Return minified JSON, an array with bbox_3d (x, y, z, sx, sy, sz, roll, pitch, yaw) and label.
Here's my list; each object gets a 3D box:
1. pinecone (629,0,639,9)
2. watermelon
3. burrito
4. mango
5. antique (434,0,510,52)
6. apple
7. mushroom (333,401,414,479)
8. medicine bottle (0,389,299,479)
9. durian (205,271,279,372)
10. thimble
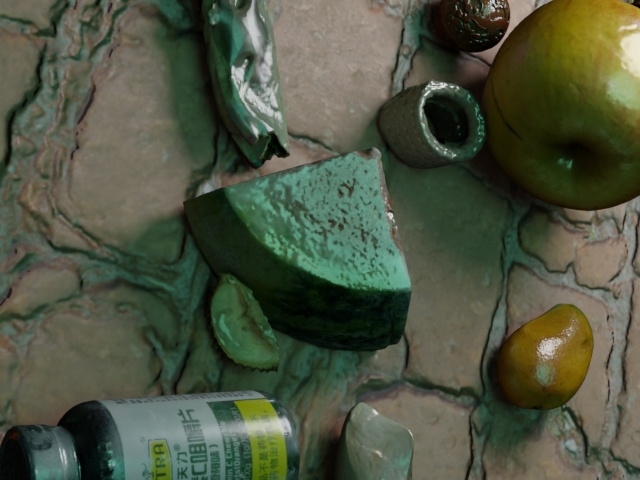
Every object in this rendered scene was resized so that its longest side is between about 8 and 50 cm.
[{"bbox_3d":[0.533,-0.286,1.818,0.272,0.224,0.224,-37,103,-16],"label":"pinecone"},{"bbox_3d":[0.000,0.000,1.483,0.310,0.193,0.231,38,82,-8],"label":"watermelon"},{"bbox_3d":[-0.097,-0.238,1.488,0.096,0.066,0.309,-11,90,-37],"label":"burrito"},{"bbox_3d":[0.300,0.158,1.668,0.165,0.089,0.115,-26,87,-37],"label":"mango"},{"bbox_3d":[0.203,-0.297,1.674,0.104,0.104,0.104,6,78,-32],"label":"antique"},{"bbox_3d":[0.341,-0.180,1.640,0.286,0.286,0.233,37,54,-23],"label":"apple"},{"bbox_3d":[0.051,0.318,1.473,0.108,0.096,0.247,37,64,-51],"label":"mushroom"},{"bbox_3d":[-0.176,0.231,1.309,0.293,0.141,0.141,1,81,-32],"label":"medicine bottle"},{"bbox_3d":[-0.093,0.099,1.433,0.052,0.066,0.130,-30,89,-34],"label":"durian"},{"bbox_3d":[0.142,-0.146,1.615,0.115,0.090,0.102,46,64,-20],"label":"thimble"}]
